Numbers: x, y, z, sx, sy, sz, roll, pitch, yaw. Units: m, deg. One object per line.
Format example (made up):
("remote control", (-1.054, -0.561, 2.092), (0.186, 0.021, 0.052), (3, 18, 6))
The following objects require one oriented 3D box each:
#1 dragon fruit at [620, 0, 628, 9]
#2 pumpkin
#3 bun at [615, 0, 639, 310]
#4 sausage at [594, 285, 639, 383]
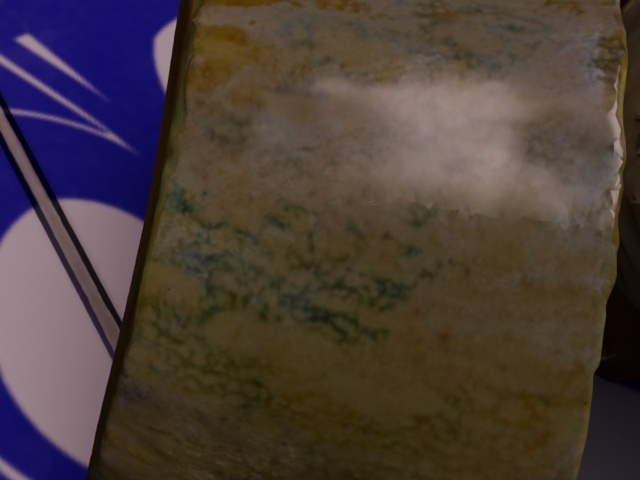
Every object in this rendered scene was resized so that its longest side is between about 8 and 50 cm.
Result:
("dragon fruit", (0.164, -0.191, 0.924), (0.286, 0.228, 0.329), (31, 26, -36))
("pumpkin", (0.000, 0.000, 0.623), (0.199, 0.332, 0.332), (3, 58, -7))
("bun", (0.262, -0.007, 0.580), (0.326, 0.362, 0.234), (38, 97, 4))
("sausage", (0.274, 0.005, 0.828), (0.348, 0.094, 0.097), (-19, 65, -22))
